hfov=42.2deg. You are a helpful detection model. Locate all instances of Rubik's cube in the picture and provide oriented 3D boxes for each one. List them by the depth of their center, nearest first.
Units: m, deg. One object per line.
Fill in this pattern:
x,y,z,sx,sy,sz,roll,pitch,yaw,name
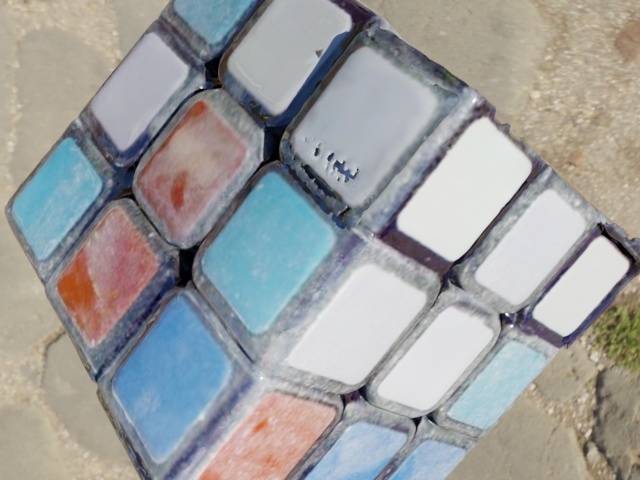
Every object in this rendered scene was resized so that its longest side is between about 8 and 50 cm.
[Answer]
0.000,0.000,0.739,0.363,0.362,0.359,-50,52,11,Rubik's cube
